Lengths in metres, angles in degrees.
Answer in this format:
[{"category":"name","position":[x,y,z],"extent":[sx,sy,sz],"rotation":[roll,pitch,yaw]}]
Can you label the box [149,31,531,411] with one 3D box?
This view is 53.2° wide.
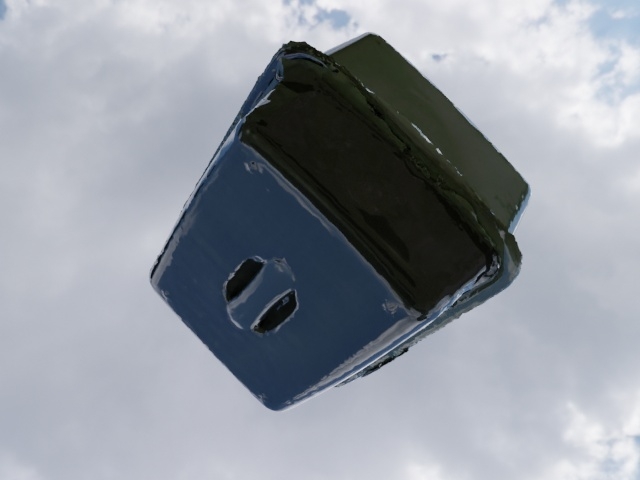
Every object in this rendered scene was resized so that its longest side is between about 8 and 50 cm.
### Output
[{"category":"box","position":[0.000,0.000,0.508],"extent":[0.220,0.290,0.166],"rotation":[46,-130,2]}]
